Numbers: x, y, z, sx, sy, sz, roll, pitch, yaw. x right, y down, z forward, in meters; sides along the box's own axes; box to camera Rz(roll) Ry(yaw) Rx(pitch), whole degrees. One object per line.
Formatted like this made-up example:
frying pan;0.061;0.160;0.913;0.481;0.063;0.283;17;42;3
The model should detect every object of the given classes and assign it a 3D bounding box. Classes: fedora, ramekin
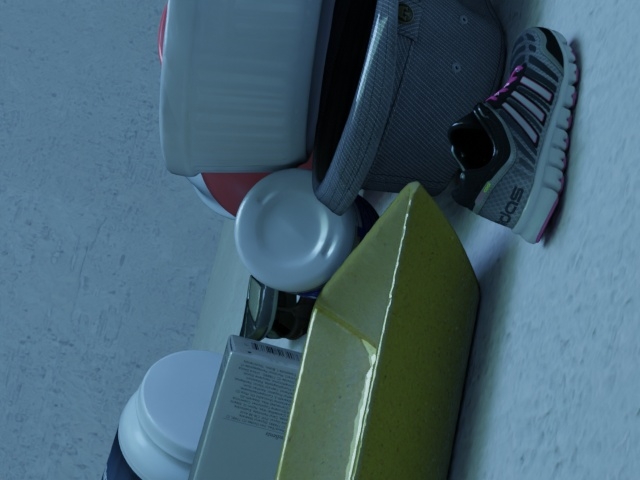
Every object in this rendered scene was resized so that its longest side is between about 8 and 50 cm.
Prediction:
fedora;0.077;-0.144;1.313;0.244;0.124;0.275;115;165;-53
ramekin;-0.057;-0.184;1.425;0.273;0.127;0.273;8;-90;-87

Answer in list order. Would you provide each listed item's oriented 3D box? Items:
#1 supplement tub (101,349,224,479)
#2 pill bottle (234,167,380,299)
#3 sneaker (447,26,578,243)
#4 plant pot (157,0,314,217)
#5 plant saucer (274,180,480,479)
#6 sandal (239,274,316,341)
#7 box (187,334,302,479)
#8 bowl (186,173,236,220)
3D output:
supplement tub;-0.173;0.289;1.977;0.191;0.191;0.272;-84;12;-49
pill bottle;0.000;0.000;1.466;0.186;0.112;0.112;20;-95;-72
sneaker;0.124;-0.081;1.046;0.063;0.074;0.170;118;165;-58
plant pot;-0.035;-0.149;1.700;0.243;0.275;0.275;97;-177;-61
plant saucer;0.033;0.163;1.201;0.333;0.081;0.333;128;156;-68
sandal;-0.041;0.069;1.912;0.303;0.086;0.120;20;-101;-83
box;-0.087;0.254;1.746;0.094;0.113;0.275;-120;47;-80
bowl;-0.100;-0.182;1.996;0.298;0.134;0.298;-15;64;33
